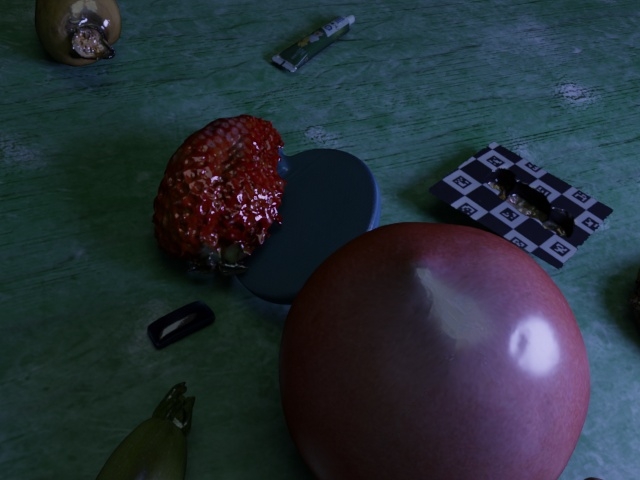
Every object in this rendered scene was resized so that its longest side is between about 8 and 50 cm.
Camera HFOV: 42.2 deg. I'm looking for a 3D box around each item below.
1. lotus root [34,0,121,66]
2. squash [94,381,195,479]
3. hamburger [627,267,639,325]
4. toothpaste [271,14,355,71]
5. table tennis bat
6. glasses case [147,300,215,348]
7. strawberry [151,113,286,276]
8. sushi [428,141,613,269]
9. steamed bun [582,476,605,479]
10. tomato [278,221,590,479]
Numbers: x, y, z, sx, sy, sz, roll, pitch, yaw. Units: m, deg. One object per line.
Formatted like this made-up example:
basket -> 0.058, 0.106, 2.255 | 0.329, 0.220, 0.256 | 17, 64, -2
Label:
lotus root -> -0.365, -0.331, 1.252 | 0.118, 0.125, 0.221 | 14, 36, -39
squash -> -0.188, 0.277, 0.789 | 0.095, 0.094, 0.340 | 13, 50, -3
hamburger -> 0.540, 0.097, 1.127 | 0.231, 0.106, 0.231 | 3, 47, -3
toothpaste -> -0.004, -0.341, 1.416 | 0.049, 0.031, 0.204 | 34, 52, 18
table tennis bat -> -0.037, -0.050, 1.075 | 0.215, 0.044, 0.329 | -36, 44, 8
glasses case -> -0.167, 0.097, 0.993 | 0.083, 0.023, 0.033 | -25, 62, -32
strawberry -> -0.138, -0.075, 1.054 | 0.175, 0.106, 0.235 | -18, 53, 13
sushi -> 0.287, -0.040, 1.214 | 0.215, 0.050, 0.192 | 34, 46, 22
steamed bun -> 0.301, 0.337, 0.849 | 0.145, 0.106, 0.175 | 29, 46, 11
tomato -> 0.114, 0.129, 0.843 | 0.322, 0.321, 0.321 | 7, 48, -8
